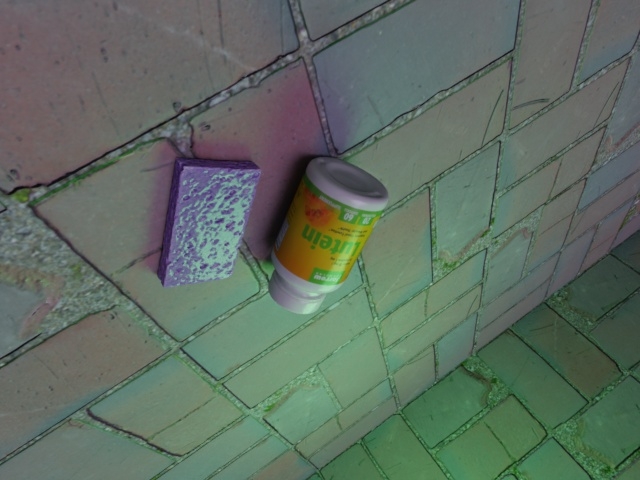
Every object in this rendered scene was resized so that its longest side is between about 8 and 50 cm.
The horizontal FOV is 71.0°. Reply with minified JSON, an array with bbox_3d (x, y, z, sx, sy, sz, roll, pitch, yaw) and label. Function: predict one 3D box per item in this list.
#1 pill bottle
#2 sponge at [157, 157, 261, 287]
[{"bbox_3d":[0.000,0.000,0.741,0.136,0.136,0.245,-1,128,-40],"label":"pill bottle"},{"bbox_3d":[-0.167,-0.023,0.662,0.117,0.031,0.210,-6,131,-37],"label":"sponge"}]
